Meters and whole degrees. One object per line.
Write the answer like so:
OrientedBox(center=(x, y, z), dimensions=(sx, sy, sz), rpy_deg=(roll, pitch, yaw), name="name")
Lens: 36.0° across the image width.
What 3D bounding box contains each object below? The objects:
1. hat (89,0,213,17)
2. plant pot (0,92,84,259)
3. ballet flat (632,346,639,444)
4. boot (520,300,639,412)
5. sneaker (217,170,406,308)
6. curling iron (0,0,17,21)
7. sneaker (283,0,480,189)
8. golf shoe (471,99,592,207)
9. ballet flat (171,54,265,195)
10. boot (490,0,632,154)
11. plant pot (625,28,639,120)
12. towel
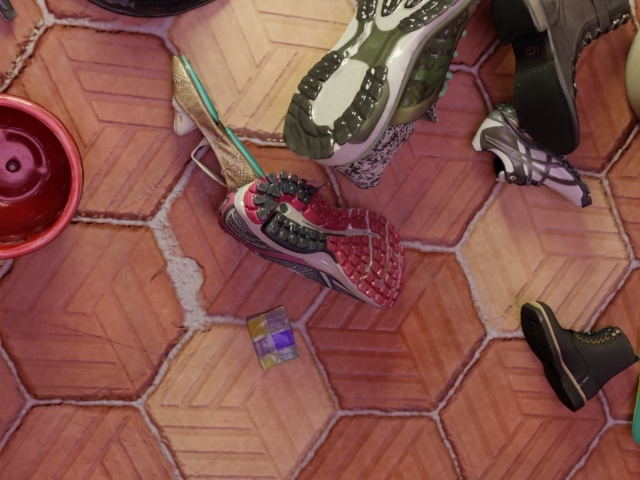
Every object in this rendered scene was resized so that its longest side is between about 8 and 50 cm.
OrientedBox(center=(-0.204, -0.436, 1.181), dimensions=(0.331, 0.134, 0.331), rpy_deg=(-2, 102, -11), name="hat")
OrientedBox(center=(-0.382, -0.086, 1.191), dimensions=(0.191, 0.174, 0.191), rpy_deg=(-3, 103, -12), name="plant pot")
OrientedBox(center=(0.530, 0.209, 1.514), dimensions=(0.077, 0.077, 0.231), rpy_deg=(-4, 106, -33), name="ballet flat")
OrientedBox(center=(0.387, 0.142, 1.468), dimensions=(0.137, 0.077, 0.198), rpy_deg=(-33, 120, -9), name="boot")
OrientedBox(center=(0.000, 0.000, 1.332), dimensions=(0.299, 0.112, 0.120), rpy_deg=(33, 61, -31), name="sneaker")
OrientedBox(center=(-0.438, -0.393, 1.187), dimensions=(0.068, 0.035, 0.274), rpy_deg=(-25, 105, -6), name="curling iron")
OrientedBox(center=(0.120, -0.240, 1.315), dimensions=(0.410, 0.158, 0.182), rpy_deg=(-52, 143, -7), name="sneaker")
OrientedBox(center=(0.297, -0.104, 1.397), dimensions=(0.198, 0.077, 0.094), rpy_deg=(43, 101, -10), name="golf shoe")
OrientedBox(center=(-0.150, -0.141, 1.288), dimensions=(0.067, 0.073, 0.206), rpy_deg=(-32, 104, 4), name="ballet flat")
OrientedBox(center=(0.351, -0.272, 1.331), dimensions=(0.229, 0.091, 0.263), rpy_deg=(-32, 111, -32), name="boot")
OrientedBox(center=(0.575, -0.221, 1.306), dimensions=(0.334, 0.305, 0.333), rpy_deg=(-3, 102, -12), name="plant pot")
OrientedBox(center=(-0.067, 0.138, 1.393), dimensions=(0.060, 0.009, 0.083), rpy_deg=(-17, 104, -9), name="towel")
